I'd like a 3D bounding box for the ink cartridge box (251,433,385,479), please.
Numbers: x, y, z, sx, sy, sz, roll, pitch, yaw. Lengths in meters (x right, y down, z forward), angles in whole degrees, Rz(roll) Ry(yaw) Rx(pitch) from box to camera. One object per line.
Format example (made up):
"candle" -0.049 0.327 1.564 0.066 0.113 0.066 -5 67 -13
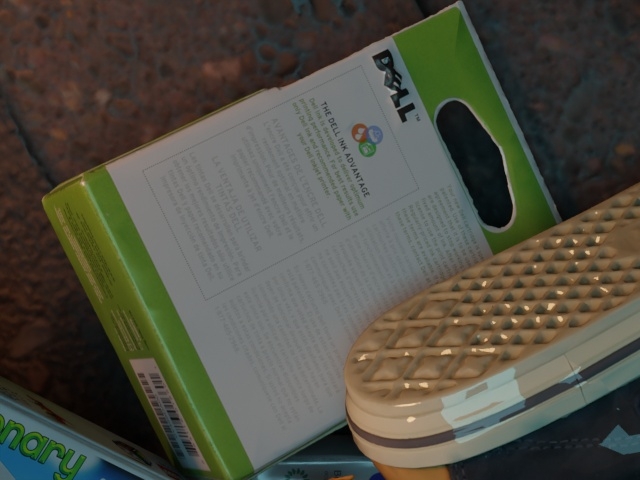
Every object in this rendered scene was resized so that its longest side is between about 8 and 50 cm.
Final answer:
"ink cartridge box" 0.125 0.203 1.026 0.332 0.065 0.165 2 99 7

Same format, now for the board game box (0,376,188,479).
"board game box" -0.230 0.148 0.888 0.305 0.053 0.193 34 90 -36

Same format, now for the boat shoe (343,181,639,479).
"boat shoe" 0.260 0.036 0.923 0.500 0.187 0.156 -24 112 -2

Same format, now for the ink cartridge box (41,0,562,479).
"ink cartridge box" 0.000 0.000 0.998 0.255 0.097 0.189 -28 96 -22

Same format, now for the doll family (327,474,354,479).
"doll family" 0.002 0.216 0.945 0.163 0.118 0.263 23 139 12
